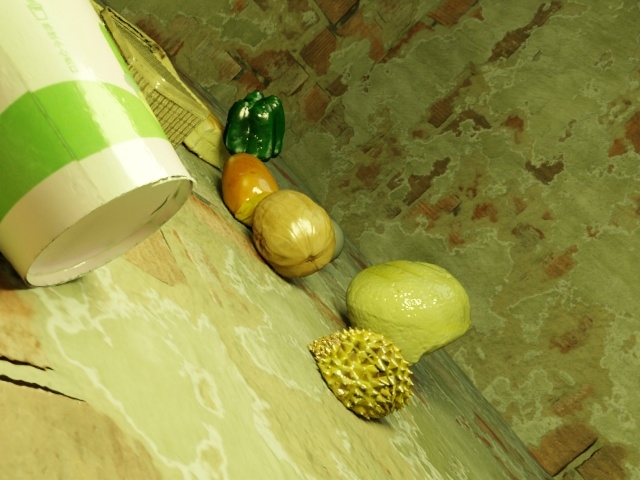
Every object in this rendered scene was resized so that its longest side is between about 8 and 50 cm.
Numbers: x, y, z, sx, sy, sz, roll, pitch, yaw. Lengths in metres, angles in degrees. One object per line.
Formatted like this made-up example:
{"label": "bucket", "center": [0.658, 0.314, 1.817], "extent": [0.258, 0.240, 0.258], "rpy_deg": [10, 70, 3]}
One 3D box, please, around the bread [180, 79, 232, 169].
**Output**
{"label": "bread", "center": [-0.357, -0.335, 1.935], "extent": [0.239, 0.111, 0.246], "rpy_deg": [52, 6, 20]}

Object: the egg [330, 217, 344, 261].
{"label": "egg", "center": [0.000, 0.000, 1.970], "extent": [0.146, 0.146, 0.198], "rpy_deg": [48, -1, 17]}

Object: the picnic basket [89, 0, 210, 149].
{"label": "picnic basket", "center": [-0.414, -0.350, 1.403], "extent": [0.313, 0.175, 0.228], "rpy_deg": [48, 8, 18]}

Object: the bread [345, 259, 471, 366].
{"label": "bread", "center": [0.219, 0.169, 1.672], "extent": [0.320, 0.320, 0.237], "rpy_deg": [-110, 178, -74]}

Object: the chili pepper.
{"label": "chili pepper", "center": [-0.188, -0.287, 1.860], "extent": [0.165, 0.261, 0.174], "rpy_deg": [13, 32, 5]}

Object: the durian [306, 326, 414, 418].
{"label": "durian", "center": [0.078, 0.246, 1.214], "extent": [0.182, 0.165, 0.132], "rpy_deg": [70, -21, 10]}

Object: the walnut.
{"label": "walnut", "center": [-0.067, -0.017, 1.553], "extent": [0.222, 0.195, 0.195], "rpy_deg": [42, 3, 39]}

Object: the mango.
{"label": "mango", "center": [-0.189, -0.144, 1.726], "extent": [0.257, 0.138, 0.187], "rpy_deg": [60, 3, 42]}

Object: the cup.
{"label": "cup", "center": [-0.280, -0.112, 0.655], "extent": [0.274, 0.253, 0.253], "rpy_deg": [54, 8, 7]}
